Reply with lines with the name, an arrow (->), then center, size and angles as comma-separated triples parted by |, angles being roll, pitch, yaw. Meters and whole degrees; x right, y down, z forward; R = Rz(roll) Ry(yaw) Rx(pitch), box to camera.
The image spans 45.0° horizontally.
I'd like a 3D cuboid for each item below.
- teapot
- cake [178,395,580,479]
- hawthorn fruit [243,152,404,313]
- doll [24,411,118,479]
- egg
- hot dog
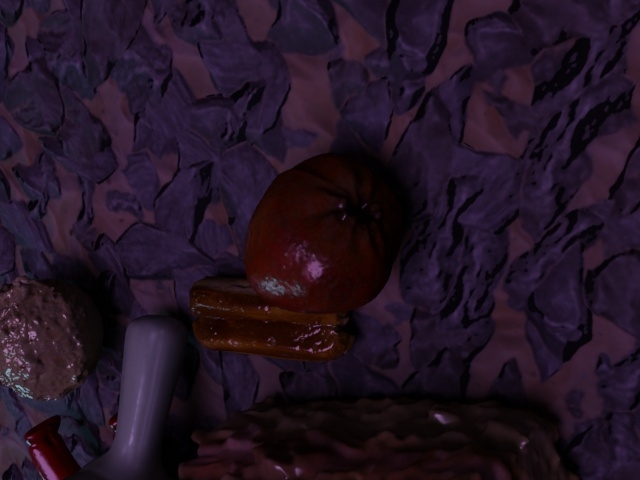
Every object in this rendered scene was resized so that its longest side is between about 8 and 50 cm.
teapot -> -0.185, 0.246, 0.694 | 0.149, 0.220, 0.318 | -25, 85, 43
cake -> 0.020, 0.294, 0.555 | 0.314, 0.307, 0.293 | -14, 102, 35
hawthorn fruit -> 0.000, 0.000, 0.568 | 0.128, 0.128, 0.128 | 12, 114, 27
doll -> -0.193, 0.365, 0.847 | 0.188, 0.099, 0.384 | -12, 98, 26
egg -> -0.277, 0.097, 0.776 | 0.118, 0.116, 0.140 | 22, 123, -10
hot dog -> -0.048, 0.066, 0.667 | 0.165, 0.045, 0.071 | 1, 111, 31
